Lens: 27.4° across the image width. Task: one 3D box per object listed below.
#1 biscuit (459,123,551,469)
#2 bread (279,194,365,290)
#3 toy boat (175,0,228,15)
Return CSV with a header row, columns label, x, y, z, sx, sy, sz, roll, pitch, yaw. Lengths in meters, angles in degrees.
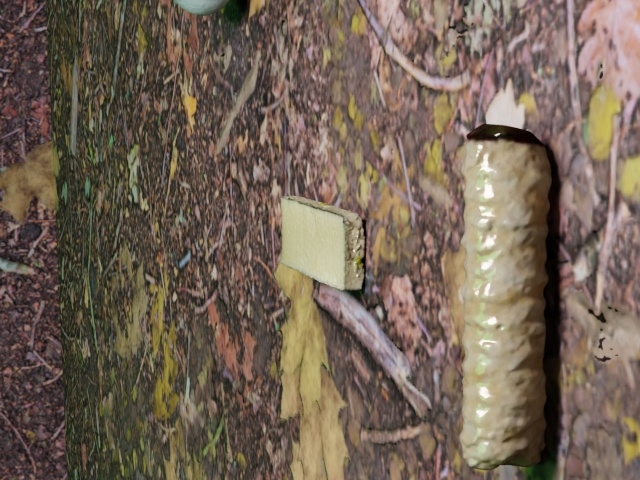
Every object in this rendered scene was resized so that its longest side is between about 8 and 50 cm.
label,x,y,z,sx,sy,sz,roll,pitch,yaw
biscuit,0.117,0.037,0.826,0.055,0.061,0.219,6,95,61
bread,0.000,0.000,1.165,0.154,0.028,0.068,-161,71,-67
toy boat,-0.103,-0.337,1.370,0.134,0.079,0.207,13,93,60
